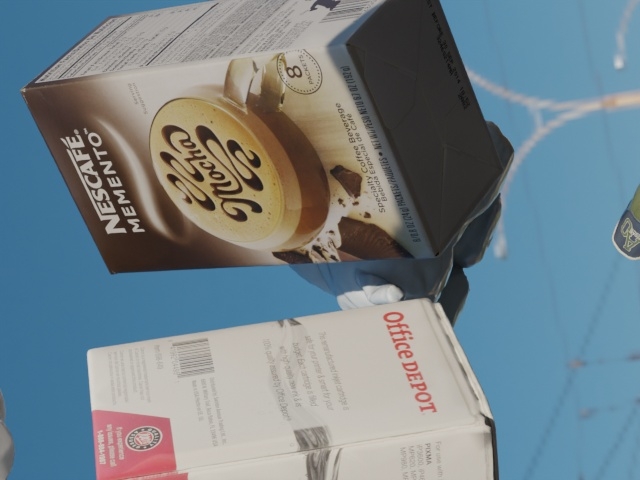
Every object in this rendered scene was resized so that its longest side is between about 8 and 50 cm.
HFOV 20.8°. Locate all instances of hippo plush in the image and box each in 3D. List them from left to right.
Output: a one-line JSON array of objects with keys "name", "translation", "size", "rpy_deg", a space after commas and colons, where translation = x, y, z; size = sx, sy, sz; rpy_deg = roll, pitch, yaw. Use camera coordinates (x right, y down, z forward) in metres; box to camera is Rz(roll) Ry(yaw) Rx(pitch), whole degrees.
[{"name": "hippo plush", "translation": [0.000, 0.000, 1.460], "size": [0.294, 0.236, 0.234], "rpy_deg": [-52, -20, -46]}]

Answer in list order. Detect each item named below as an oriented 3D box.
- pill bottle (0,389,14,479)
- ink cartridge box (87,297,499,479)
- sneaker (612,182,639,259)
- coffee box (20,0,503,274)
[{"name": "pill bottle", "translation": [-0.290, 0.114, 1.249], "size": [0.108, 0.193, 0.108], "rpy_deg": [-14, -61, -27]}, {"name": "ink cartridge box", "translation": [-0.018, 0.118, 1.016], "size": [0.158, 0.218, 0.092], "rpy_deg": [-109, 11, -63]}, {"name": "sneaker", "translation": [0.272, -0.018, 1.256], "size": [0.192, 0.086, 0.064], "rpy_deg": [3, -140, -53]}, {"name": "coffee box", "translation": [-0.045, -0.078, 1.237], "size": [0.119, 0.297, 0.168], "rpy_deg": [-49, -56, -42]}]
